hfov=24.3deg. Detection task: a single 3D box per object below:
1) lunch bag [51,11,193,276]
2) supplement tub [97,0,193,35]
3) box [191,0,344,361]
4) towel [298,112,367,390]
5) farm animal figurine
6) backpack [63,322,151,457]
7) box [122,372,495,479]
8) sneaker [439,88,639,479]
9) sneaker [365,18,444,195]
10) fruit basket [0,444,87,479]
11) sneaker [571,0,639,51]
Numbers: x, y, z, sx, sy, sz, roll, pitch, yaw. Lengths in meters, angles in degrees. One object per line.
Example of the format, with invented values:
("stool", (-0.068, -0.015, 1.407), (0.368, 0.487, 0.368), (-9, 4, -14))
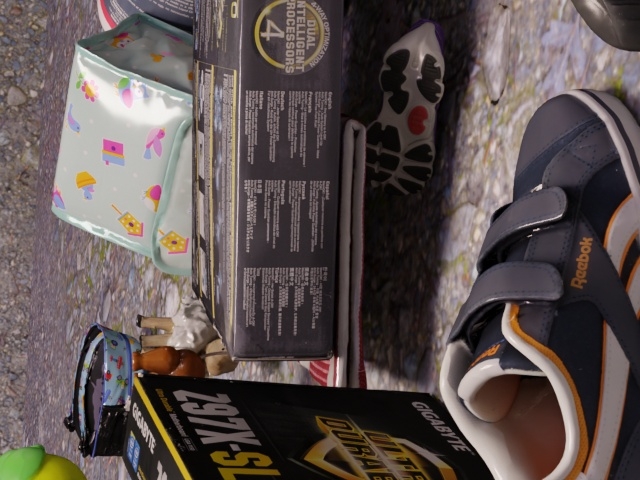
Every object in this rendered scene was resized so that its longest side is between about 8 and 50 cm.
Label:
("lunch bag", (-0.145, -0.091, 1.617), (0.160, 0.262, 0.223), (-40, -28, -53))
("supplement tub", (-0.136, -0.332, 1.683), (0.272, 0.191, 0.191), (120, 148, -50))
("box", (-0.056, -0.119, 1.316), (0.318, 0.097, 0.395), (-140, 50, -77))
("towel", (0.000, 0.000, 1.362), (0.329, 0.037, 0.237), (-152, 63, -78))
("farm animal figurine", (-0.106, 0.250, 1.536), (0.327, 0.172, 0.330), (-113, 24, -75))
("backpack", (-0.287, 0.206, 2.085), (0.158, 0.116, 0.173), (-152, 68, -69))
("box", (0.016, 0.190, 1.051), (0.322, 0.257, 0.079), (-137, 54, -66))
("sneaker", (0.145, 0.039, 0.924), (0.126, 0.127, 0.321), (123, 148, -55))
("sneaker", (0.078, -0.110, 1.258), (0.071, 0.068, 0.170), (-63, -9, -49))
("fruit basket", (-0.287, 0.425, 1.670), (0.283, 0.392, 0.392), (-156, 72, -69))
("sneaker", (0.178, -0.208, 0.948), (0.130, 0.109, 0.286), (107, 167, -46))
